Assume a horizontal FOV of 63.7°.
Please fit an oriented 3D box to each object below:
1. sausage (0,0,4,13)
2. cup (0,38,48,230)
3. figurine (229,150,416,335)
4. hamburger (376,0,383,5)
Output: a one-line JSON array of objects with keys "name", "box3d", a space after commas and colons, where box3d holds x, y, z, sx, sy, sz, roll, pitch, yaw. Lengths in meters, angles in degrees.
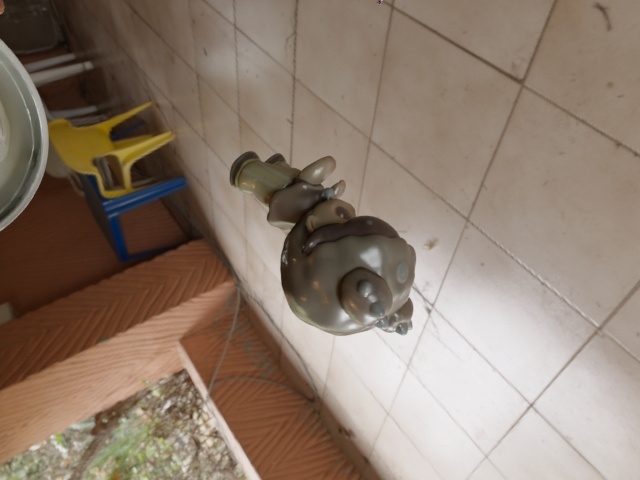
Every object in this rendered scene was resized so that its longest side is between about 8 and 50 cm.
[{"name": "sausage", "box3d": [-0.616, -0.429, 0.843, 0.077, 0.077, 0.194, 56, -166, 15]}, {"name": "cup", "box3d": [-0.363, -0.061, 0.397, 0.226, 0.241, 0.185, 7, 159, 38]}, {"name": "figurine", "box3d": [0.000, -0.001, 0.820, 0.381, 0.203, 0.248, 51, -177, 23]}, {"name": "hamburger", "box3d": [0.114, -0.481, 0.820, 0.164, 0.093, 0.190, -13, 79, 63]}]
